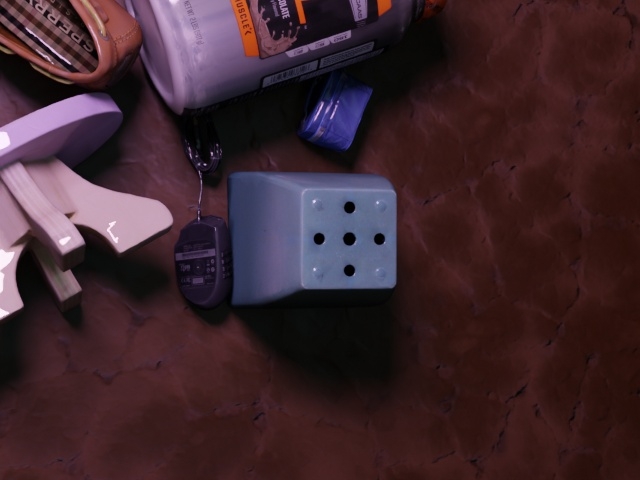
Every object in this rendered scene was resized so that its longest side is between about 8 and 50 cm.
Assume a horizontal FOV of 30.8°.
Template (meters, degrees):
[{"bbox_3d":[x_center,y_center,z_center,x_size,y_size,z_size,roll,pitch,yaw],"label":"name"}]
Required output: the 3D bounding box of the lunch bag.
[{"bbox_3d":[0.014,-0.162,1.401,0.065,0.067,0.098,23,82,-15],"label":"lunch bag"}]

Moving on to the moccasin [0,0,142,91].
[{"bbox_3d":[-0.367,-0.291,1.229,0.380,0.147,0.139,44,103,-1],"label":"moccasin"}]

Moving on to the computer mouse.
[{"bbox_3d":[-0.135,-0.038,1.371,0.041,0.071,0.242,4,83,-56],"label":"computer mouse"}]

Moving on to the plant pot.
[{"bbox_3d":[0.000,0.000,1.309,0.166,0.234,0.165,0,90,-17],"label":"plant pot"}]

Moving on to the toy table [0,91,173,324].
[{"bbox_3d":[-0.300,-0.023,1.233,0.274,0.252,0.161,-33,83,-8],"label":"toy table"}]

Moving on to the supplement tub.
[{"bbox_3d":[-0.039,-0.283,1.314,0.338,0.207,0.207,-22,96,-15],"label":"supplement tub"}]
